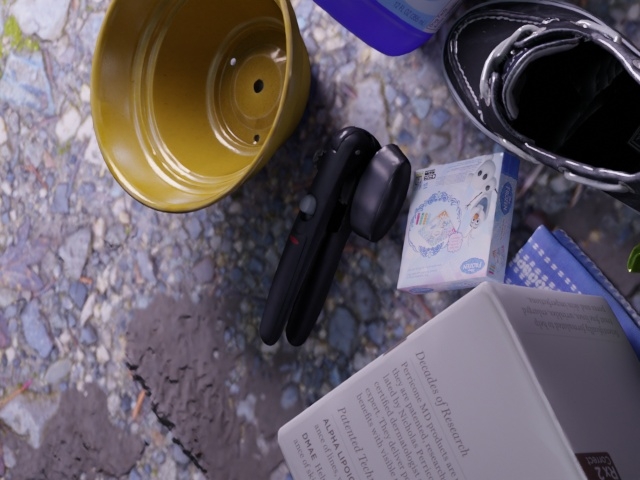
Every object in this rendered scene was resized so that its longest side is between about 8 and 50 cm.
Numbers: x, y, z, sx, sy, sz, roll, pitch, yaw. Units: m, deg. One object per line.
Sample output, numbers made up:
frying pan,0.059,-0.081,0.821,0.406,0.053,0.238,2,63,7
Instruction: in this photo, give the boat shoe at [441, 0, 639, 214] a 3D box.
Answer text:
boat shoe,0.149,-0.093,1.028,0.108,0.102,0.301,-56,37,11

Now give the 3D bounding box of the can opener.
can opener,0.000,0.000,1.211,0.186,0.059,0.073,-61,34,20

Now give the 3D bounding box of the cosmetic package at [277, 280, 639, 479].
cosmetic package,0.105,0.138,1.008,0.184,0.151,0.151,-39,64,28

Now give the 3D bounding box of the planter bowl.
planter bowl,-0.074,-0.125,1.268,0.217,0.090,0.217,-4,84,41

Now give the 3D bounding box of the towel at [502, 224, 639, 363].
towel,0.116,0.185,1.107,0.336,0.040,0.243,-51,57,25

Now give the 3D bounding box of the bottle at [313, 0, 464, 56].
bottle,0.104,-0.257,1.112,0.118,0.092,0.283,38,117,-11

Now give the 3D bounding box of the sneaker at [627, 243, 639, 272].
sneaker,0.277,-0.010,0.957,0.235,0.084,0.097,-26,68,36

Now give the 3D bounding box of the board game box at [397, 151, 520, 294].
board game box,0.095,-0.011,1.135,0.090,0.020,0.090,-10,65,50
